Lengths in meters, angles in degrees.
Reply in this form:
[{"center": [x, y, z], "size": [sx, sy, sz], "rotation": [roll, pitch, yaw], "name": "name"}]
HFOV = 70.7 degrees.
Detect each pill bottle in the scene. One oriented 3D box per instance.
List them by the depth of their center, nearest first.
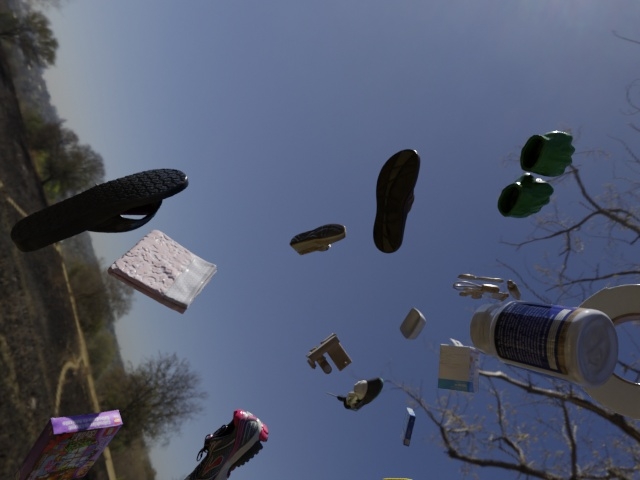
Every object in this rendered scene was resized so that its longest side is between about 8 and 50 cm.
[{"center": [0.464, 0.209, 0.968], "size": [0.265, 0.153, 0.153], "rotation": [-2, -79, 62], "name": "pill bottle"}]

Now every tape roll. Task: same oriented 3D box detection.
[{"center": [0.921, 0.317, 1.299], "size": [0.393, 0.072, 0.391], "rotation": [-17, -120, 32], "name": "tape roll"}]

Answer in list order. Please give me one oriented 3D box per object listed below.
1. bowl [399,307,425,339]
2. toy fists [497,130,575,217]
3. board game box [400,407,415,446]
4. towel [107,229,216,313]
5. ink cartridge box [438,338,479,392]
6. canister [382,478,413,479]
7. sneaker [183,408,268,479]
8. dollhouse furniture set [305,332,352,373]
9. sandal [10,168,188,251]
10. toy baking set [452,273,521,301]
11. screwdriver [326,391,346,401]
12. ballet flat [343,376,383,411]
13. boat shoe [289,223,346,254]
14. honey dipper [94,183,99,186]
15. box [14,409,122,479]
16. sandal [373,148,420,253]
[{"center": [0.454, 0.409, 2.185], "size": [0.141, 0.053, 0.142], "rotation": [-60, -169, 7], "name": "bowl"}, {"center": [0.628, -0.186, 1.314], "size": [0.096, 0.143, 0.278], "rotation": [-120, -144, -50], "name": "toy fists"}, {"center": [0.266, 0.567, 1.374], "size": [0.090, 0.020, 0.090], "rotation": [58, 47, -81], "name": "board game box"}, {"center": [-0.593, 0.110, 1.746], "size": [0.053, 0.317, 0.331], "rotation": [-56, -174, 26], "name": "towel"}, {"center": [0.402, 0.361, 1.305], "size": [0.090, 0.092, 0.143], "rotation": [-3, -108, 36], "name": "ink cartridge box"}, {"center": [0.220, 0.778, 1.284], "size": [0.126, 0.073, 0.169], "rotation": [-26, -144, 40], "name": "canister"}, {"center": [-0.285, 0.585, 1.223], "size": [0.112, 0.299, 0.121], "rotation": [49, -9, -16], "name": "sneaker"}, {"center": [0.037, 0.406, 1.542], "size": [0.123, 0.144, 0.151], "rotation": [55, -19, 6], "name": "dollhouse furniture set"}, {"center": [-0.561, -0.075, 1.193], "size": [0.167, 0.446, 0.106], "rotation": [-125, -163, -49], "name": "sandal"}, {"center": [0.543, 0.163, 1.471], "size": [0.197, 0.256, 0.030], "rotation": [-6, -116, 26], "name": "toy baking set"}, {"center": [0.060, 0.582, 1.684], "size": [0.170, 0.025, 0.024], "rotation": [151, -52, -69], "name": "screwdriver"}, {"center": [0.130, 0.498, 1.459], "size": [0.074, 0.074, 0.203], "rotation": [60, -39, 27], "name": "ballet flat"}, {"center": [0.000, 0.000, 0.966], "size": [0.136, 0.050, 0.045], "rotation": [-12, -54, 31], "name": "boat shoe"}, {"center": [-0.751, -0.108, 1.449], "size": [0.031, 0.031, 0.160], "rotation": [21, -101, 56], "name": "honey dipper"}, {"center": [-0.775, 0.644, 1.390], "size": [0.293, 0.201, 0.057], "rotation": [-52, -126, 20], "name": "box"}, {"center": [0.165, -0.081, 0.947], "size": [0.090, 0.060, 0.219], "rotation": [12, -79, 39], "name": "sandal"}]
